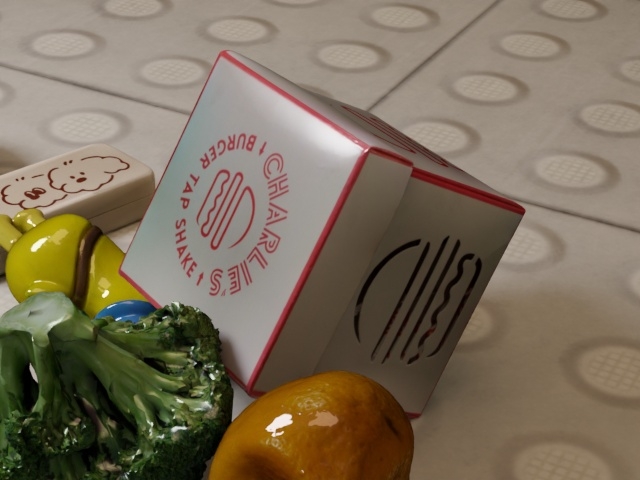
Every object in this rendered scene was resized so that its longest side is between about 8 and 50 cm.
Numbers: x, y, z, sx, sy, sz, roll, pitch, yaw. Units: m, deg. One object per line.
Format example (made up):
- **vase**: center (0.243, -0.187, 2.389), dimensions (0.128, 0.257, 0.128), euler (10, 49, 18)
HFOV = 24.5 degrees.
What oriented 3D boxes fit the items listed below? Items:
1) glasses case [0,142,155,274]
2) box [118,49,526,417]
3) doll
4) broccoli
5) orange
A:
- **glasses case**: center (-0.406, -0.045, 2.132), dimensions (0.144, 0.076, 0.336), euler (27, 37, 36)
- **box**: center (0.000, 0.000, 1.772), dimensions (0.300, 0.314, 0.312), euler (16, 15, -44)
- **doll**: center (-0.292, 0.057, 1.906), dimensions (0.363, 0.145, 0.199), euler (34, 34, 32)
- **broccoli**: center (-0.231, 0.175, 1.568), dimensions (0.307, 0.275, 0.308), euler (-13, 37, 10)
- **orange**: center (-0.010, 0.247, 1.499), dimensions (0.183, 0.249, 0.249), euler (21, 34, 18)
